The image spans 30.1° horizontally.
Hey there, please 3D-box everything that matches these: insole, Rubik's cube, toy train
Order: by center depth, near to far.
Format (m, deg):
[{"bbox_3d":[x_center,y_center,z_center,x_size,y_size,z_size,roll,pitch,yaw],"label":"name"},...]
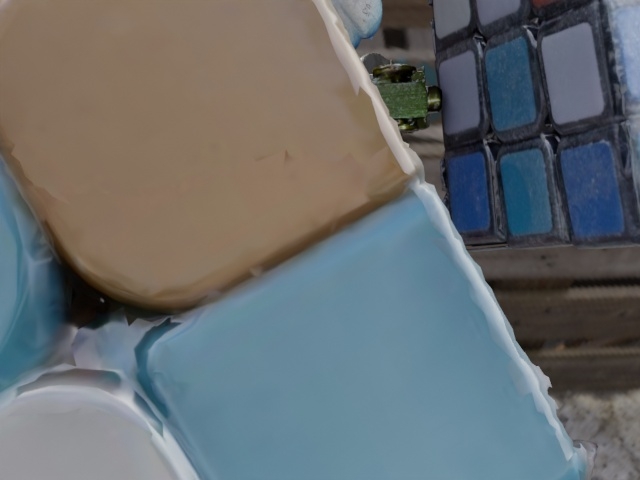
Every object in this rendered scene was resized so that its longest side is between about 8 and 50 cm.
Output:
[{"bbox_3d":[-0.152,0.007,0.505,0.344,0.347,0.346,-29,93,-6],"label":"Rubik's cube"},{"bbox_3d":[0.348,-0.175,1.261,0.363,0.359,0.362,-6,87,-19],"label":"Rubik's cube"},{"bbox_3d":[0.019,-0.153,1.346,0.226,0.137,0.090,-3,93,-10],"label":"toy train"},{"bbox_3d":[0.121,-0.231,1.894,0.012,0.309,0.110,-6,87,24],"label":"insole"}]

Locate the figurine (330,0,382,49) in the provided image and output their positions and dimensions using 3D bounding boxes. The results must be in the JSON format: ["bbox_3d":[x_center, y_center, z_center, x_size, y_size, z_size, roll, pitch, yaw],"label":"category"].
[{"bbox_3d":[0.009,-0.188,0.939,0.079,0.114,0.114,1,49,36],"label":"figurine"}]
